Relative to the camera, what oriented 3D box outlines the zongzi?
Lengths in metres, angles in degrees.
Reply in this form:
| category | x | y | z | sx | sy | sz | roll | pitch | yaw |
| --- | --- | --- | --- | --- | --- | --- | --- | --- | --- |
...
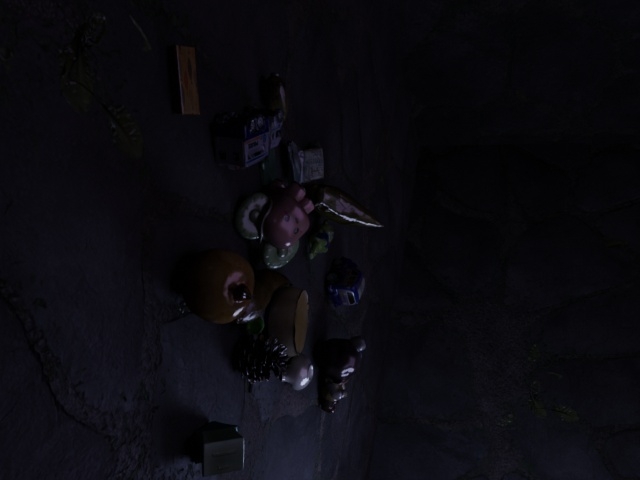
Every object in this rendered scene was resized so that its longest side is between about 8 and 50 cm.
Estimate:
| category | x | y | z | sx | sy | sz | roll | pitch | yaw |
| --- | --- | --- | --- | --- | --- | --- | --- | --- | --- |
| zongzi | 0.109 | -0.136 | 2.221 | 0.145 | 0.300 | 0.274 | -67 | 159 | 2 |

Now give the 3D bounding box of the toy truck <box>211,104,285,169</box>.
| category | x | y | z | sx | sy | sz | roll | pitch | yaw |
| --- | --- | --- | --- | --- | --- | --- | --- | --- | --- |
| toy truck | -0.213 | -0.322 | 1.611 | 0.268 | 0.125 | 0.155 | -43 | 139 | -58 |

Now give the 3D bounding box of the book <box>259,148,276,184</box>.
| category | x | y | z | sx | sy | sz | roll | pitch | yaw |
| --- | --- | --- | --- | --- | --- | --- | --- | --- | --- |
| book | -0.185 | -0.267 | 1.829 | 0.103 | 0.017 | 0.134 | -38 | 128 | -63 |

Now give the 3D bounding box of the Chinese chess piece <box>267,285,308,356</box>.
| category | x | y | z | sx | sy | sz | roll | pitch | yaw |
| --- | --- | --- | --- | --- | --- | --- | --- | --- | --- |
| Chinese chess piece | -0.114 | 0.296 | 1.916 | 0.257 | 0.104 | 0.257 | 4 | 90 | -80 |

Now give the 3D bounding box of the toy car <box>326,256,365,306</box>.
| category | x | y | z | sx | sy | sz | roll | pitch | yaw |
| --- | --- | --- | --- | --- | --- | --- | --- | --- | --- |
| toy car | 0.131 | 0.198 | 2.505 | 0.172 | 0.158 | 0.235 | 73 | 29 | -42 |

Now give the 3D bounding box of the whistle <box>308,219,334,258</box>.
| category | x | y | z | sx | sy | sz | roll | pitch | yaw |
| --- | --- | --- | --- | --- | --- | --- | --- | --- | --- |
| whistle | 0.000 | 0.000 | 2.244 | 0.227 | 0.085 | 0.105 | -59 | 151 | -49 |

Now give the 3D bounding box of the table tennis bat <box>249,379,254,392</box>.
| category | x | y | z | sx | sy | sz | roll | pitch | yaw |
| --- | --- | --- | --- | --- | --- | --- | --- | --- | --- |
| table tennis bat | -0.236 | 0.486 | 1.813 | 0.050 | 0.007 | 0.083 | 48 | 47 | -62 |

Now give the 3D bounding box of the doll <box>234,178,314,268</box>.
| category | x | y | z | sx | sy | sz | roll | pitch | yaw |
| --- | --- | --- | --- | --- | --- | --- | --- | --- | --- |
| doll | -0.153 | -0.066 | 1.763 | 0.268 | 0.216 | 0.284 | -48 | 125 | -22 |

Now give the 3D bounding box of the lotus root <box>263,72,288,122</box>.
| category | x | y | z | sx | sy | sz | roll | pitch | yaw |
| --- | --- | --- | --- | --- | --- | --- | --- | --- | --- |
| lotus root | -0.153 | -0.486 | 1.794 | 0.089 | 0.081 | 0.179 | -77 | 165 | -60 |

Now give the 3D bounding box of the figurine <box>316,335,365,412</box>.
| category | x | y | z | sx | sy | sz | roll | pitch | yaw |
| --- | --- | --- | --- | --- | --- | --- | --- | --- | --- |
| figurine | 0.089 | 0.620 | 2.391 | 0.218 | 0.206 | 0.364 | -32 | 124 | -55 |

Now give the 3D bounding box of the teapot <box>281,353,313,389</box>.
| category | x | y | z | sx | sy | sz | roll | pitch | yaw |
| --- | --- | --- | --- | --- | --- | --- | --- | --- | --- |
| teapot | -0.078 | 0.531 | 2.121 | 0.226 | 0.092 | 0.145 | 2 | 92 | -72 |

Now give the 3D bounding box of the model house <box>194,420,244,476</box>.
| category | x | y | z | sx | sy | sz | roll | pitch | yaw |
| --- | --- | --- | --- | --- | --- | --- | --- | --- | --- |
| model house | -0.298 | 0.598 | 1.519 | 0.127 | 0.149 | 0.100 | 1 | 96 | -25 |

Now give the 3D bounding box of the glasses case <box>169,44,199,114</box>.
| category | x | y | z | sx | sy | sz | roll | pitch | yaw |
| --- | --- | --- | --- | --- | --- | --- | --- | --- | --- |
| glasses case | -0.354 | -0.411 | 1.348 | 0.065 | 0.041 | 0.169 | -20 | 113 | -55 |

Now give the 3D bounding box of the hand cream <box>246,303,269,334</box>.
| category | x | y | z | sx | sy | sz | roll | pitch | yaw |
| --- | --- | --- | --- | --- | --- | --- | --- | --- | --- |
| hand cream | -0.198 | 0.261 | 1.762 | 0.079 | 0.050 | 0.275 | -61 | 179 | 4 |

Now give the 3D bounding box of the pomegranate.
| category | x | y | z | sx | sy | sz | roll | pitch | yaw |
| --- | --- | --- | --- | --- | --- | --- | --- | --- | --- |
| pomegranate | -0.275 | 0.120 | 1.418 | 0.207 | 0.207 | 0.207 | 3 | 90 | -69 |

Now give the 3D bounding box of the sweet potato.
| category | x | y | z | sx | sy | sz | roll | pitch | yaw |
| --- | --- | --- | --- | --- | --- | --- | --- | --- | --- |
| sweet potato | -0.204 | 0.166 | 1.702 | 0.423 | 0.131 | 0.130 | -34 | 125 | -70 |

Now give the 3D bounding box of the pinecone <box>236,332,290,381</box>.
| category | x | y | z | sx | sy | sz | roll | pitch | yaw |
| --- | --- | --- | --- | --- | --- | --- | --- | --- | --- |
| pinecone | -0.181 | 0.387 | 1.724 | 0.163 | 0.165 | 0.162 | 1 | 90 | -75 |

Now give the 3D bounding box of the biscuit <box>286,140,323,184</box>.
| category | x | y | z | sx | sy | sz | roll | pitch | yaw |
| --- | --- | --- | --- | --- | --- | --- | --- | --- | --- |
| biscuit | -0.058 | -0.306 | 2.065 | 0.309 | 0.079 | 0.185 | -30 | 119 | -64 |
